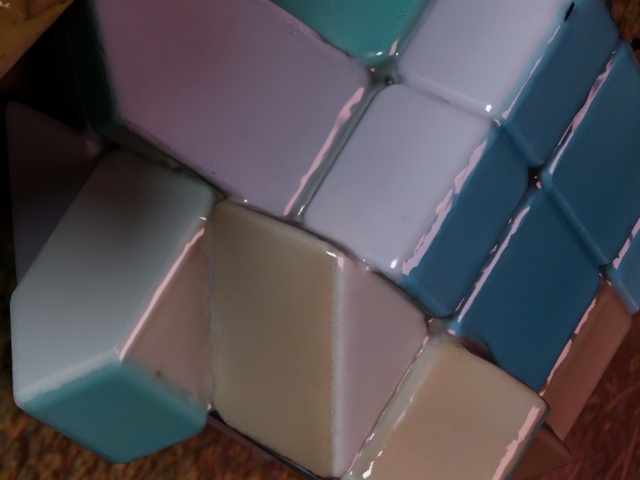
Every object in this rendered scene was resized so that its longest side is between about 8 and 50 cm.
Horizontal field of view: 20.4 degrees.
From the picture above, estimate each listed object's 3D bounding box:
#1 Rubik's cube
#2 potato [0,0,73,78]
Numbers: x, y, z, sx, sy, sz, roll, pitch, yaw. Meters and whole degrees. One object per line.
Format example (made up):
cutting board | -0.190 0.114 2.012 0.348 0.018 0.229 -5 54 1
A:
Rubik's cube | 0.000 0.000 0.636 0.213 0.224 0.265 -57 146 -8
potato | -0.117 -0.111 0.534 0.225 0.117 0.090 -57 175 0
